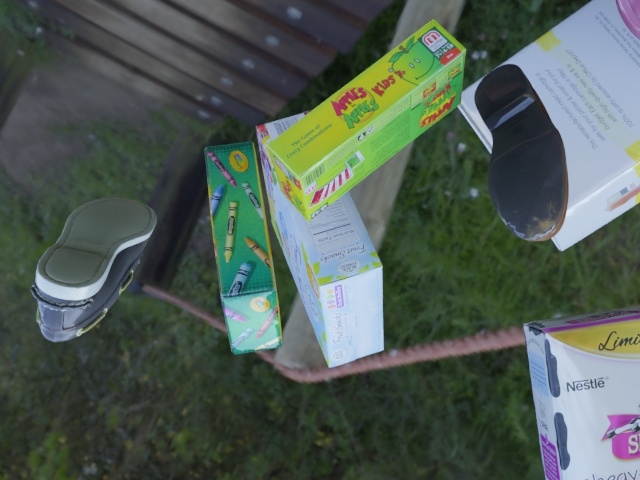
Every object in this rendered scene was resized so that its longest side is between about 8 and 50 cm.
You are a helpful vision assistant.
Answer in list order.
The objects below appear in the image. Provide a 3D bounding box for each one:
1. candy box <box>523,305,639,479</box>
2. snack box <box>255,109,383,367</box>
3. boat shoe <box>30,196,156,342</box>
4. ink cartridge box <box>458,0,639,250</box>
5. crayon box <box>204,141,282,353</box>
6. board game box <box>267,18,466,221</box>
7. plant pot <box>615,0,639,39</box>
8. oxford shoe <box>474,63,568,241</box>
[{"bbox_3d":[0.237,0.161,0.668,0.159,0.233,0.071,-9,180,-1],"label":"candy box"},{"bbox_3d":[0.000,0.000,1.019,0.174,0.070,0.207,83,165,-56],"label":"snack box"},{"bbox_3d":[-0.226,0.022,0.983,0.081,0.068,0.227,16,-156,3],"label":"boat shoe"},{"bbox_3d":[0.453,-0.210,1.553,0.279,0.385,0.160,61,-170,29],"label":"ink cartridge box"},{"bbox_3d":[-0.117,0.009,1.490,0.081,0.278,0.165,-8,145,-4],"label":"crayon box"},{"bbox_3d":[0.043,-0.102,0.851,0.043,0.181,0.092,48,170,20],"label":"board game box"},{"bbox_3d":[0.473,-0.345,1.226,0.201,0.201,0.180,22,-174,13],"label":"plant pot"},{"bbox_3d":[0.199,-0.074,0.907,0.076,0.212,0.076,-28,130,27],"label":"oxford shoe"}]
